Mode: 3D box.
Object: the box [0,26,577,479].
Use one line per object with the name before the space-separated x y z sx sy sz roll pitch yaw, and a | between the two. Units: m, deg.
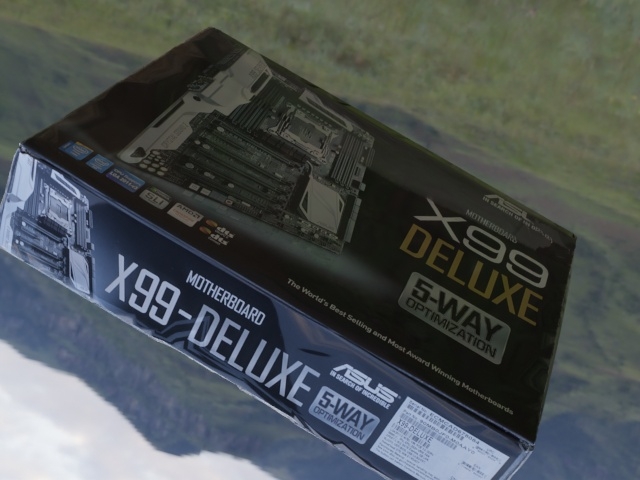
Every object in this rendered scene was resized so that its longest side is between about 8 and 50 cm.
box | 0.000 0.000 0.604 0.308 0.076 0.242 31 -147 4
